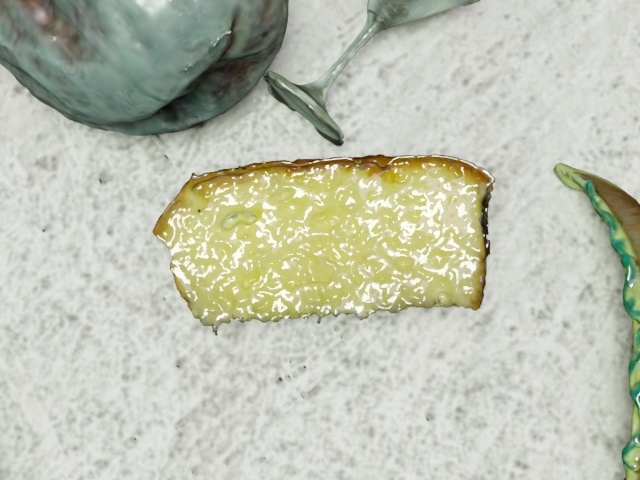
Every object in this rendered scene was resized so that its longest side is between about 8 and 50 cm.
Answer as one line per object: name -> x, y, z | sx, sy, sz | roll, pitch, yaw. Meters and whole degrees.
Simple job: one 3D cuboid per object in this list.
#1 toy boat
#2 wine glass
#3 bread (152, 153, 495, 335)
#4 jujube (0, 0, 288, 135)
toy boat -> 0.266, 0.063, 0.721 | 0.099, 0.108, 0.292 | -14, 75, 29
wine glass -> 0.038, -0.179, 0.746 | 0.122, 0.122, 0.183 | 42, 88, 5
bread -> 0.006, -0.001, 0.706 | 0.260, 0.134, 0.129 | -3, 92, 3
jujube -> -0.177, -0.229, 0.695 | 0.246, 0.215, 0.308 | -42, 81, 25
